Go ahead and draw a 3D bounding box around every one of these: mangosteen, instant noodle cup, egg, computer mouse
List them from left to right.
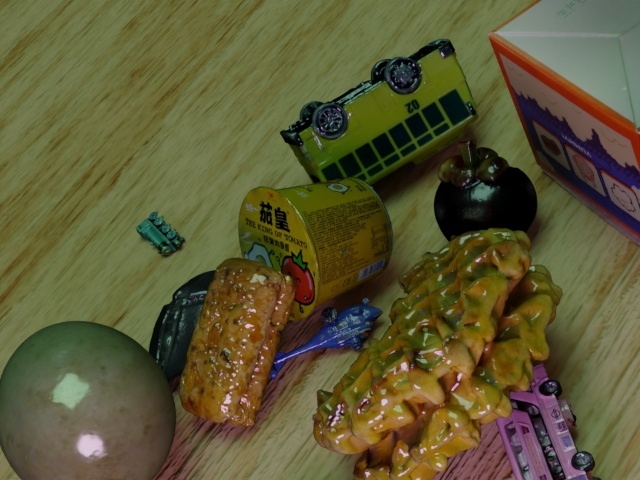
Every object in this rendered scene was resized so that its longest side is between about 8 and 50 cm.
[{"bbox_3d":[-0.300,0.207,1.849,0.218,0.218,0.295,-33,33,-7],"label":"egg"},{"bbox_3d":[-0.177,0.106,1.995,0.105,0.062,0.192,-8,42,44],"label":"computer mouse"},{"bbox_3d":[0.000,0.000,1.933,0.144,0.182,0.182,-17,32,-32],"label":"instant noodle cup"},{"bbox_3d":[0.209,-0.061,1.908,0.137,0.151,0.137,-16,23,7],"label":"mangosteen"}]

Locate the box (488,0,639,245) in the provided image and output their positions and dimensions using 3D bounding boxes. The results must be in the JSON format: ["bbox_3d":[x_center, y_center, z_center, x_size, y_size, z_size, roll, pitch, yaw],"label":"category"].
[{"bbox_3d":[0.460,-0.200,1.838,0.348,0.257,0.318,-36,39,-9],"label":"box"}]

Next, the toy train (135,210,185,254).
[{"bbox_3d":[-0.239,-0.009,2.195,0.045,0.029,0.092,-42,43,-6],"label":"toy train"}]

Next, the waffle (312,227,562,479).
[{"bbox_3d":[0.134,0.132,1.690,0.324,0.151,0.261,-57,12,-27],"label":"waffle"}]

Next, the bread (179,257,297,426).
[{"bbox_3d":[-0.108,0.128,1.871,0.114,0.083,0.211,14,88,43],"label":"bread"}]

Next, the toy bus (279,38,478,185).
[{"bbox_3d":[0.090,-0.167,2.086,0.262,0.150,0.128,-31,11,-5],"label":"toy bus"}]

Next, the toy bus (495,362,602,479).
[{"bbox_3d":[0.250,0.230,1.642,0.090,0.063,0.203,-22,41,7],"label":"toy bus"}]

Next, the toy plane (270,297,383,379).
[{"bbox_3d":[0.006,0.128,1.900,0.167,0.054,0.062,-25,65,1],"label":"toy plane"}]
